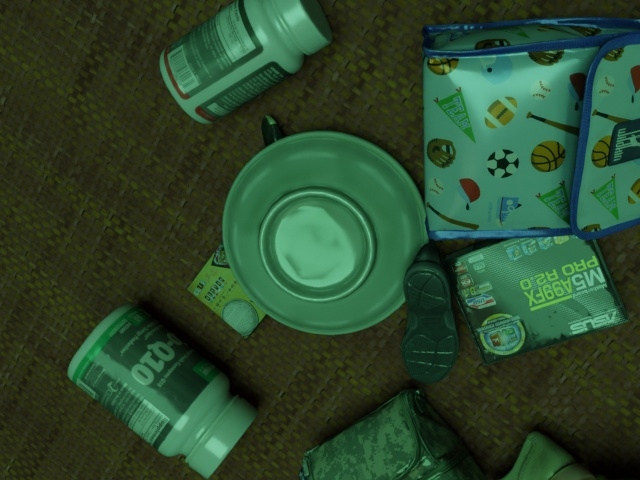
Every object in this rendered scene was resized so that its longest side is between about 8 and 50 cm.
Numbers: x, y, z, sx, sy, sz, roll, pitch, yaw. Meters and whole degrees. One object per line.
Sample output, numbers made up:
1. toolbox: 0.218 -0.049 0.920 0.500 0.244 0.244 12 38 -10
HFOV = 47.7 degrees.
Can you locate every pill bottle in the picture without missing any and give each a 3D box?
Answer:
1. pill bottle: -0.320 0.312 1.503 0.361 0.204 0.204 37 111 3
2. pill bottle: -0.131 -0.342 1.297 0.283 0.161 0.161 -26 96 20

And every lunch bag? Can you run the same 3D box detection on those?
1. lunch bag: 0.356 -0.178 1.149 0.386 0.239 0.327 0 118 7
2. lunch bag: 0.135 0.462 1.417 0.305 0.213 0.256 -38 71 20

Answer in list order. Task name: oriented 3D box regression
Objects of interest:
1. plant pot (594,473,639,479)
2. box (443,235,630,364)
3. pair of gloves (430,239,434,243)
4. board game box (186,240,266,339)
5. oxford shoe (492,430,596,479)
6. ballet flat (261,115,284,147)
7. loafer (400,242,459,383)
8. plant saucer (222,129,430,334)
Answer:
1. plant pot: 0.683 0.575 1.231 0.353 0.366 0.366 -7 103 7
2. box: 0.385 0.085 1.315 0.270 0.060 0.216 -21 97 20
3. pair of gloves: 0.126 -0.045 1.376 0.198 0.023 0.159 47 112 1
4. board game box: -0.139 0.060 1.469 0.165 0.042 0.243 40 111 2
5. oxford shoe: 0.395 0.540 1.418 0.146 0.141 0.396 52 132 44
6. ballet flat: -0.066 -0.161 1.395 0.049 0.057 0.173 -28 98 -22
7. loafer: 0.208 0.139 1.351 0.109 0.095 0.302 5 130 14
8. plant saucer: 0.000 0.000 1.341 0.401 0.100 0.400 2 105 9
